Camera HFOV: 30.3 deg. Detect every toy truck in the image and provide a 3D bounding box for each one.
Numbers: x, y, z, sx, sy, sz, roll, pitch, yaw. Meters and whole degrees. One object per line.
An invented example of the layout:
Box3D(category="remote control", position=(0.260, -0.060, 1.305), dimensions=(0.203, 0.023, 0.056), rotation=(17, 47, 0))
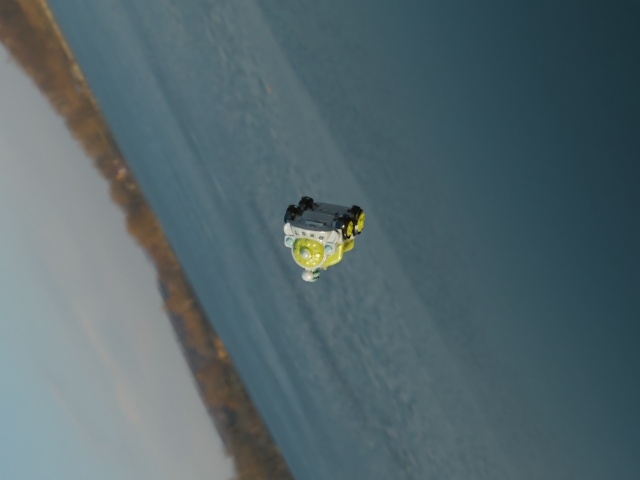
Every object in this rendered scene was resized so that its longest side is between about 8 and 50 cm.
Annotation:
Box3D(category="toy truck", position=(0.000, 0.000, 1.287), dimensions=(0.111, 0.076, 0.077), rotation=(-39, -42, -65))
